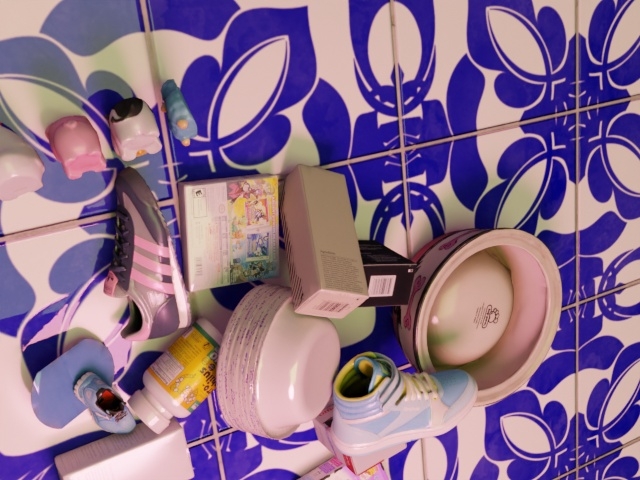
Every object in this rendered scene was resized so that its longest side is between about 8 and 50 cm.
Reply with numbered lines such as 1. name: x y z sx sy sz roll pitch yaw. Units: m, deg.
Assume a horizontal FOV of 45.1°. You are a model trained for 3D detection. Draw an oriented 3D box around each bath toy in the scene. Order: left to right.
1. bath toy: -0.383 -0.171 1.257 0.348 0.151 0.129 -20 74 -20

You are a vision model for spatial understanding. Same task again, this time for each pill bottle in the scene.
1. pill bottle: -0.256 0.255 1.444 0.208 0.117 0.118 -45 120 -12

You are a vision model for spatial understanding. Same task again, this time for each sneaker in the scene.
1. sneaker: -0.382 0.308 1.399 0.063 0.073 0.162 -52 139 -24
2. sneaker: -0.326 0.035 1.350 0.131 0.112 0.319 -23 112 -25
3. sneaker: 0.166 0.287 1.497 0.318 0.127 0.208 -19 129 -15

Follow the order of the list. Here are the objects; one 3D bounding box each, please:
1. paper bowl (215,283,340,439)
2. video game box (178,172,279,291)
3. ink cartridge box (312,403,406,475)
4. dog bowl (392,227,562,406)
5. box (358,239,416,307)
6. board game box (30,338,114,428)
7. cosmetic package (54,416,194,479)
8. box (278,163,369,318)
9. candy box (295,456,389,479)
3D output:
1. paper bowl: -0.063 0.230 1.450 0.284 0.148 0.285 -33 128 -57
2. video game box: -0.170 -0.018 1.458 0.187 0.048 0.205 -7 107 -25
3. ink cartridge box: 0.078 0.404 1.635 0.127 0.175 0.072 -25 112 -21
4. dog bowl: 0.339 0.155 1.726 0.407 0.150 0.408 -8 106 -27
5. box: 0.081 0.064 1.548 0.155 0.158 0.093 1 108 -30
6. board game box: -0.449 0.249 1.380 0.168 0.033 0.133 -40 132 -36
7. cosmetic package: -0.367 0.427 1.451 0.231 0.085 0.118 -17 111 -26
8. box: 0.000 0.000 1.435 0.113 0.094 0.275 12 53 -31
9. candy box: 0.057 0.566 1.708 0.196 0.070 0.165 -26 101 -21
